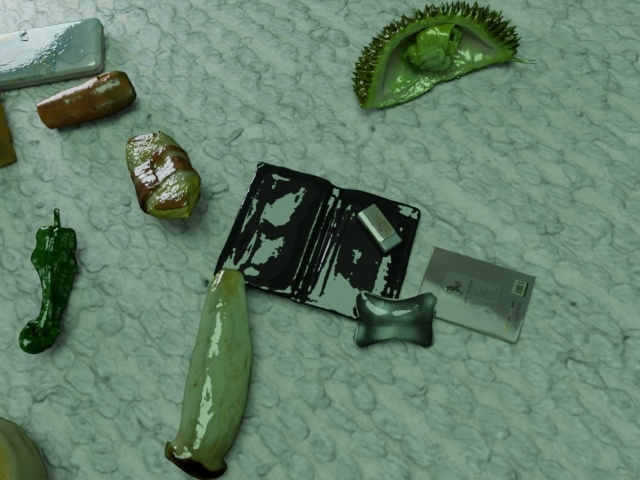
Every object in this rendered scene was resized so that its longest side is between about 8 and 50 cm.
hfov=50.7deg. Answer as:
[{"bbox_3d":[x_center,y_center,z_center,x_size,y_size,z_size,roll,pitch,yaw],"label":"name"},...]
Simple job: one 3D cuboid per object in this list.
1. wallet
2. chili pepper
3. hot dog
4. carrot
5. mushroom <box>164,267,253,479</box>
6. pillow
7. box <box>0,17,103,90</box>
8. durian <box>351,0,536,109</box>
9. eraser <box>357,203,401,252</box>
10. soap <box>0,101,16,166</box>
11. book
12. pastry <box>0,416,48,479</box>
[{"bbox_3d":[0.000,0.000,1.197,0.323,0.041,0.247,17,67,7],"label":"wallet"},{"bbox_3d":[-0.476,0.073,1.189,0.074,0.100,0.257,-9,66,9],"label":"chili pepper"},{"bbox_3d":[-0.285,-0.108,1.260,0.123,0.093,0.261,-31,49,1],"label":"hot dog"},{"bbox_3d":[-0.473,-0.281,1.371,0.193,0.087,0.087,-23,64,-2],"label":"carrot"},{"bbox_3d":[-0.162,0.211,1.086,0.087,0.107,0.333,-20,51,46],"label":"mushroom"},{"bbox_3d":[0.122,0.130,1.104,0.136,0.055,0.091,3,72,2],"label":"pillow"},{"bbox_3d":[-0.612,-0.403,1.468,0.285,0.044,0.142,-9,68,3],"label":"box"},{"bbox_3d":[0.223,-0.380,1.339,0.356,0.157,0.169,-17,99,-1],"label":"durian"},{"bbox_3d":[0.103,-0.021,1.175,0.038,0.019,0.083,-32,73,-15],"label":"eraser"},{"bbox_3d":[-0.800,-0.203,1.354,0.324,0.096,0.204,-22,70,-4],"label":"soap"},{"bbox_3d":[0.259,0.090,1.139,0.182,0.014,0.127,17,68,14],"label":"book"},{"bbox_3d":[-0.539,0.396,1.023,0.265,0.133,0.264,-3,63,6],"label":"pastry"}]
